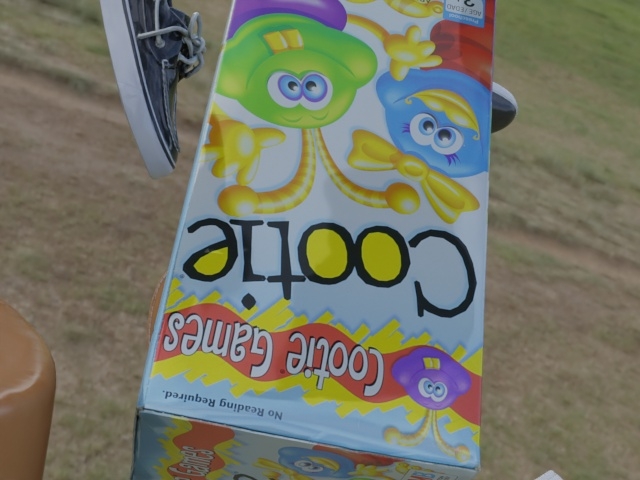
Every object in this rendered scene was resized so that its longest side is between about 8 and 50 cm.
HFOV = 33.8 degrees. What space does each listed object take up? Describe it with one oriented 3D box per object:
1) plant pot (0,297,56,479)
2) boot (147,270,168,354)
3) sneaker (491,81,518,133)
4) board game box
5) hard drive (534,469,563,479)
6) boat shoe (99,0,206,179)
[{"bbox_3d":[-0.215,0.097,0.328,0.290,0.204,0.291,24,6,-3],"label":"plant pot"},{"bbox_3d":[-0.124,0.124,1.008,0.109,0.220,0.284,2,67,-4],"label":"boot"},{"bbox_3d":[0.127,-0.112,1.232,0.295,0.105,0.147,-3,53,-30],"label":"sneaker"},{"bbox_3d":[0.000,0.000,0.541,0.142,0.144,0.275,12,57,-6],"label":"board game box"},{"bbox_3d":[0.119,0.412,1.143,0.353,0.233,0.047,-27,48,-23],"label":"hard drive"},{"bbox_3d":[-0.182,-0.225,1.180,0.104,0.306,0.113,-12,-9,-4],"label":"boat shoe"}]
